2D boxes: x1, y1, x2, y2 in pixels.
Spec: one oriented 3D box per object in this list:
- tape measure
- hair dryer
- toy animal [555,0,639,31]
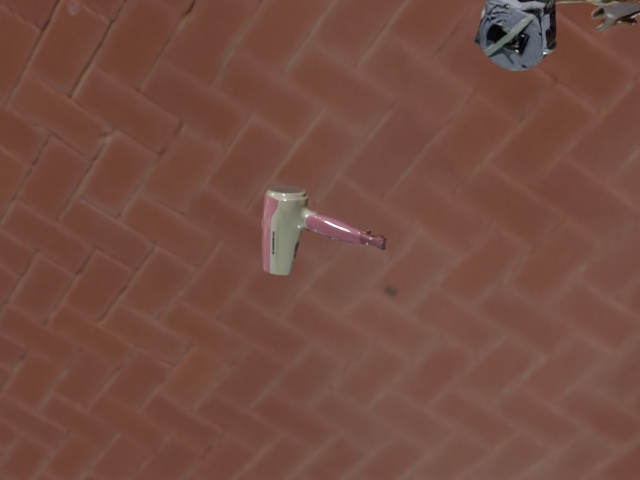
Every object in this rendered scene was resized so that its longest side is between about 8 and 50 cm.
[{"bbox_3d":[0.218,-0.235,1.130,0.091,0.054,0.094,21,139,19],"label":"tape measure"},{"bbox_3d":[0.003,-0.006,1.241,0.154,0.054,0.106,7,102,16],"label":"hair dryer"},{"bbox_3d":[0.364,-0.314,1.305,0.284,0.302,0.225,-8,83,9],"label":"toy animal"}]
